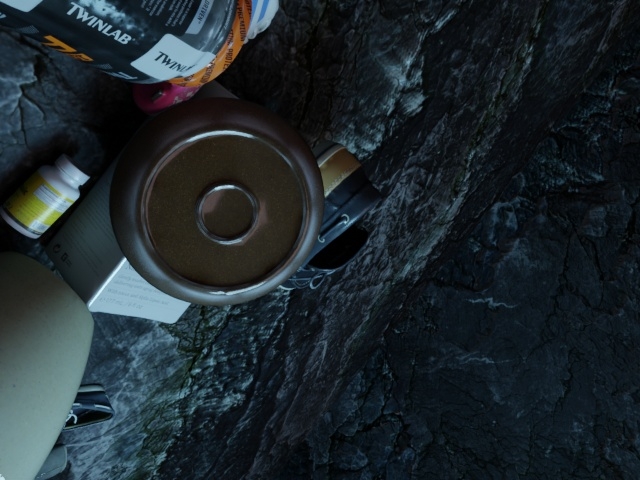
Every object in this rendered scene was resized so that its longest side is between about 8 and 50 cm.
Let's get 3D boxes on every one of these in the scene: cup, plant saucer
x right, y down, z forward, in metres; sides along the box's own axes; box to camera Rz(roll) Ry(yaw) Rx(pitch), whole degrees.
[{"bbox_3d":[-0.454,0.153,0.722,0.237,0.331,0.331,-55,163,-39],"label":"cup"},{"bbox_3d":[-0.135,-0.044,0.762,0.311,0.050,0.310,-5,106,-17],"label":"plant saucer"}]

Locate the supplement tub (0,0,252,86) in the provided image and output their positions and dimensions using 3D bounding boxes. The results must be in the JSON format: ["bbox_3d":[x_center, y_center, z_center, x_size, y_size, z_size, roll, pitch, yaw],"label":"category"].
[{"bbox_3d":[-0.230,-0.286,0.522,0.207,0.207,0.338,-54,152,13],"label":"supplement tub"}]

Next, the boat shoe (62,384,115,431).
[{"bbox_3d":[-0.537,0.360,1.091,0.095,0.079,0.254,-52,154,10],"label":"boat shoe"}]

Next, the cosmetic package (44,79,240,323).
[{"bbox_3d":[-0.230,-0.063,0.888,0.385,0.156,0.217,-50,153,6],"label":"cosmetic package"}]

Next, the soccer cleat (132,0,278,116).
[{"bbox_3d":[-0.132,-0.304,0.748,0.331,0.116,0.143,-54,153,13],"label":"soccer cleat"}]

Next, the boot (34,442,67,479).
[{"bbox_3d":[-0.635,0.482,1.119,0.209,0.076,0.189,-6,146,-45],"label":"boot"}]

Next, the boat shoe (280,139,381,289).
[{"bbox_3d":[0.000,0.000,1.086,0.187,0.156,0.500,-44,169,-27],"label":"boat shoe"}]

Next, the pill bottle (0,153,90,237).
[{"bbox_3d":[-0.384,-0.065,0.754,0.116,0.065,0.065,-46,154,-4],"label":"pill bottle"}]
